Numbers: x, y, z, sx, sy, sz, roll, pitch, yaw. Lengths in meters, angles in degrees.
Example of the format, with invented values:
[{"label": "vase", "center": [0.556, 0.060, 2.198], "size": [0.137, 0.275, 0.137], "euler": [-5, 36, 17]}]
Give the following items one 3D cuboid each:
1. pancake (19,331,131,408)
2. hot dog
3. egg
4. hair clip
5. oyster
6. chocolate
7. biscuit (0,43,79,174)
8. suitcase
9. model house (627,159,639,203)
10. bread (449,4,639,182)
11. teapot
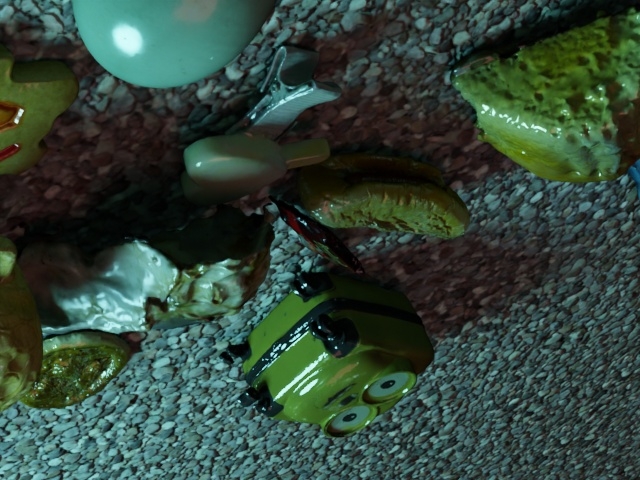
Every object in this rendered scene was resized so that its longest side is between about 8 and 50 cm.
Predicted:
[{"label": "pancake", "center": [-0.306, 0.159, 1.699], "size": [0.158, 0.028, 0.158], "euler": [-17, 148, -11]}, {"label": "hot dog", "center": [0.084, -0.055, 1.612], "size": [0.242, 0.084, 0.073], "euler": [7, 134, -37]}, {"label": "egg", "center": [-0.115, -0.232, 1.169], "size": [0.168, 0.168, 0.231], "euler": [12, 127, -42]}, {"label": "hair clip", "center": [-0.062, -0.107, 1.472], "size": [0.159, 0.071, 0.218], "euler": [12, 136, -45]}, {"label": "oyster", "center": [-0.207, 0.036, 1.492], "size": [0.337, 0.133, 0.198], "euler": [-8, 179, 7]}, {"label": "chocolate", "center": [0.000, 0.000, 1.637], "size": [0.028, 0.086, 0.182], "euler": [-55, 149, -9]}, {"label": "biscuit", "center": [-0.348, -0.118, 1.290], "size": [0.212, 0.041, 0.238], "euler": [-35, 146, 16]}, {"label": "suitcase", "center": [0.019, 0.153, 1.795], "size": [0.235, 0.143, 0.194], "euler": [15, 129, -45]}, {"label": "model house", "center": [0.537, -0.098, 1.715], "size": [0.303, 0.237, 0.215], "euler": [-37, 146, 14]}, {"label": "bread", "center": [0.297, -0.151, 1.558], "size": [0.262, 0.162, 0.204], "euler": [-19, 159, 15]}, {"label": "teapot", "center": [-0.384, 0.084, 1.370], "size": [0.167, 0.203, 0.311], "euler": [-21, 165, -34]}]
